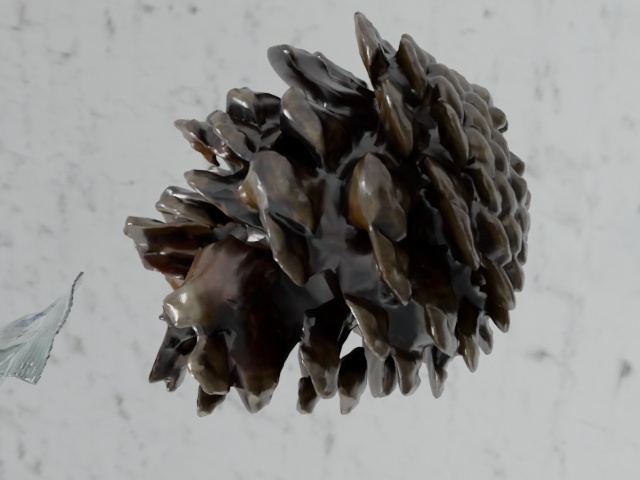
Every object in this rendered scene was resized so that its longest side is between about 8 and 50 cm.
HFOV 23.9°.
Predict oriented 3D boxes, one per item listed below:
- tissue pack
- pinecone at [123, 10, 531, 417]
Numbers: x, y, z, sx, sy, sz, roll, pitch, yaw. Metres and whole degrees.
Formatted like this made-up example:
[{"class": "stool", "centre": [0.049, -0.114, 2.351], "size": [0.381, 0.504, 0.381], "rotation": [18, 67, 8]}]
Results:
[{"class": "tissue pack", "centre": [-0.205, 0.091, 0.779], "size": [0.026, 0.193, 0.122], "rotation": [53, -165, -9]}, {"class": "pinecone", "centre": [0.001, -0.005, 0.743], "size": [0.179, 0.205, 0.184], "rotation": [50, -152, -70]}]
